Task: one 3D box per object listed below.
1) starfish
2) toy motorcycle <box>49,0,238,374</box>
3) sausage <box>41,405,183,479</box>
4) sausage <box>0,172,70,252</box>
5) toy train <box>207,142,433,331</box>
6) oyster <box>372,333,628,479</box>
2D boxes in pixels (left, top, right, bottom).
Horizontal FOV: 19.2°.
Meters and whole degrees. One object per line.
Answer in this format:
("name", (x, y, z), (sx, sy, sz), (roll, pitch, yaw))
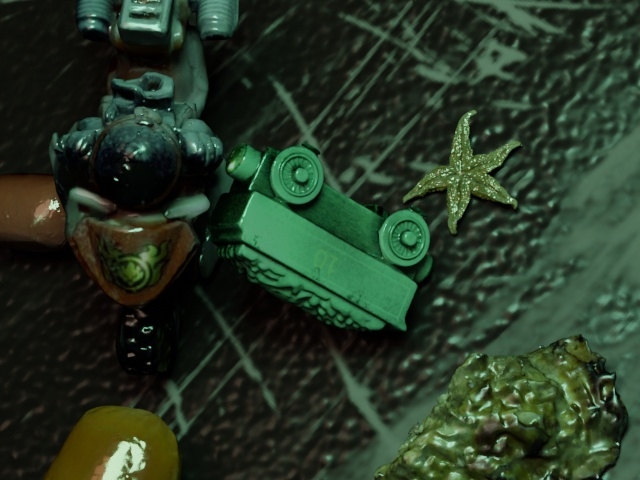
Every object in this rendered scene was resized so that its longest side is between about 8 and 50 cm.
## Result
("starfish", (0.100, -0.048, 1.354), (0.086, 0.016, 0.092), (-1, 77, 17))
("toy motorcycle", (-0.122, -0.116, 1.349), (0.134, 0.207, 0.401), (3, 71, 3))
("sausage", (-0.170, 0.226, 1.312), (0.098, 0.098, 0.238), (20, 81, 24))
("sausage", (-0.215, -0.019, 1.426), (0.094, 0.059, 0.054), (4, 65, 23))
("toy train", (0.000, 0.000, 1.299), (0.070, 0.172, 0.099), (-2, 61, 62))
("oyster", (0.117, 0.128, 1.270), (0.177, 0.056, 0.105), (-17, 75, 8))
